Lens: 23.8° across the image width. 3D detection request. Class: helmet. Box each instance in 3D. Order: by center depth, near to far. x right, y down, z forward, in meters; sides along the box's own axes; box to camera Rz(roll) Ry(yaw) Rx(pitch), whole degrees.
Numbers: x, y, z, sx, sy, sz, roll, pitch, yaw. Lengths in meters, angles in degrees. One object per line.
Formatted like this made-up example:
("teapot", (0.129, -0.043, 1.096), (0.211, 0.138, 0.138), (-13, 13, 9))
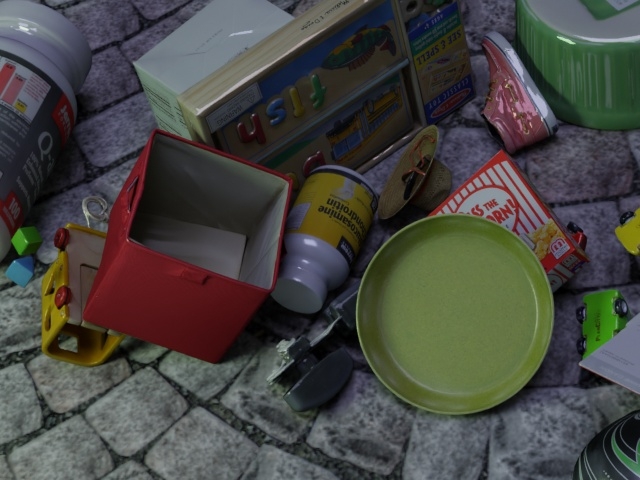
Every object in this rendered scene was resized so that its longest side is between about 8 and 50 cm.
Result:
("helmet", (0.350, 0.272, 1.611), (0.169, 0.169, 0.161), (16, 41, 24))

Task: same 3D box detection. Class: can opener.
("can opener", (0.044, 0.102, 1.895), (0.280, 0.074, 0.093), (-43, 89, -19))

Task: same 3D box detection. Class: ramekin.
("ramekin", (0.408, -0.311, 2.081), (0.303, 0.148, 0.303), (-7, 50, 8))

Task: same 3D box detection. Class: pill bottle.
("pill bottle", (0.000, 0.000, 1.955), (0.103, 0.103, 0.184), (10, 55, 21))
("pill bottle", (-0.466, -0.154, 2.123), (0.210, 0.210, 0.363), (8, 54, 19))

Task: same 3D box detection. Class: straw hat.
("straw hat", (0.140, -0.076, 2.008), (0.061, 0.144, 0.144), (30, 53, -17))

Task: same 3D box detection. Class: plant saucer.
("plant saucer", (0.163, 0.088, 1.824), (0.241, 0.037, 0.241), (-1, 85, 15))

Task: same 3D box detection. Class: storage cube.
("storage cube", (-0.164, 0.012, 1.885), (0.215, 0.193, 0.184), (20, 51, -15))

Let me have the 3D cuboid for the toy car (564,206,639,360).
("toy car", (0.347, 0.055, 1.840), (0.239, 0.053, 0.225), (-14, 59, 35))

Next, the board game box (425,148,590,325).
("board game box", (0.228, 0.002, 1.898), (0.147, 0.045, 0.193), (-43, 48, 14))

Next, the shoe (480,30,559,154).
("shoe", (0.247, -0.201, 2.067), (0.081, 0.063, 0.178), (-28, 67, -2))

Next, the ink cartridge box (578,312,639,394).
("ink cartridge box", (0.454, 0.167, 1.676), (0.275, 0.060, 0.239), (26, 36, 30))

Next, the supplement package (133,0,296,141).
("supplement package", (-0.116, -0.199, 2.080), (0.194, 0.203, 0.149), (-41, 54, -19))

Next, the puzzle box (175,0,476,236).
("puzzle box", (0.020, -0.189, 1.997), (0.409, 0.272, 0.052), (-35, 51, -14))

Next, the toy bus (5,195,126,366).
("toy bus", (-0.315, 0.066, 1.978), (0.191, 0.104, 0.202), (47, 37, 8))
